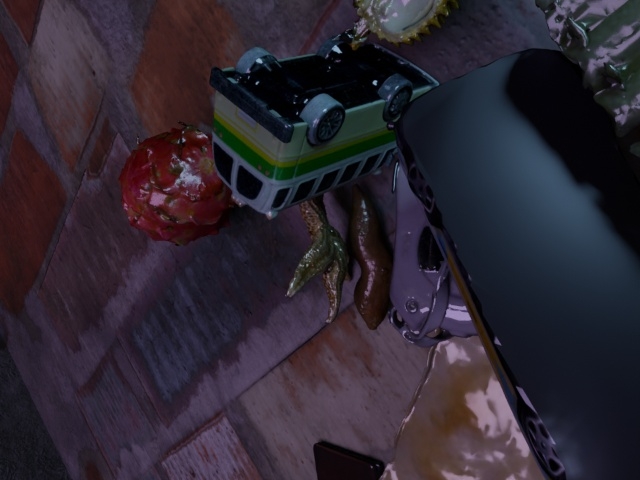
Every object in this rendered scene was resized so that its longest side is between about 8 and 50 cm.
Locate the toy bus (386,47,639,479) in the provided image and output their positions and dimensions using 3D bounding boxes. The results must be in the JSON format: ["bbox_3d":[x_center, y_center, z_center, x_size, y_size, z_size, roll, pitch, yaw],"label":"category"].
[{"bbox_3d":[0.211,0.042,0.501,0.171,0.162,0.386,-23,74,8],"label":"toy bus"}]

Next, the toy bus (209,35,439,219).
[{"bbox_3d":[0.003,-0.143,0.693,0.134,0.276,0.164,42,134,25],"label":"toy bus"}]

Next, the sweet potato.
[{"bbox_3d":[0.075,0.024,0.830,0.065,0.051,0.218,-5,94,7],"label":"sweet potato"}]

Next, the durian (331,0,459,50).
[{"bbox_3d":[0.108,-0.322,0.632,0.193,0.138,0.237,47,126,17],"label":"durian"}]

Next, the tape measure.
[{"bbox_3d":[0.177,0.011,0.663,0.197,0.120,0.236,0,79,25],"label":"tape measure"}]

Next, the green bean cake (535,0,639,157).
[{"bbox_3d":[0.298,-0.127,0.446,0.132,0.255,0.241,-40,76,33],"label":"green bean cake"}]

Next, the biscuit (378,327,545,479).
[{"bbox_3d":[0.275,0.307,0.695,0.446,0.104,0.429,23,107,37],"label":"biscuit"}]

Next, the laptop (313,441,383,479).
[{"bbox_3d":[0.058,0.470,1.011,0.154,0.026,0.207,1,103,44],"label":"laptop"}]

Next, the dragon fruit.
[{"bbox_3d":[-0.258,-0.091,1.003,0.268,0.210,0.205,2,65,40],"label":"dragon fruit"}]

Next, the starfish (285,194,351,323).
[{"bbox_3d":[0.000,0.000,0.809,0.062,0.277,0.235,-15,126,13],"label":"starfish"}]
